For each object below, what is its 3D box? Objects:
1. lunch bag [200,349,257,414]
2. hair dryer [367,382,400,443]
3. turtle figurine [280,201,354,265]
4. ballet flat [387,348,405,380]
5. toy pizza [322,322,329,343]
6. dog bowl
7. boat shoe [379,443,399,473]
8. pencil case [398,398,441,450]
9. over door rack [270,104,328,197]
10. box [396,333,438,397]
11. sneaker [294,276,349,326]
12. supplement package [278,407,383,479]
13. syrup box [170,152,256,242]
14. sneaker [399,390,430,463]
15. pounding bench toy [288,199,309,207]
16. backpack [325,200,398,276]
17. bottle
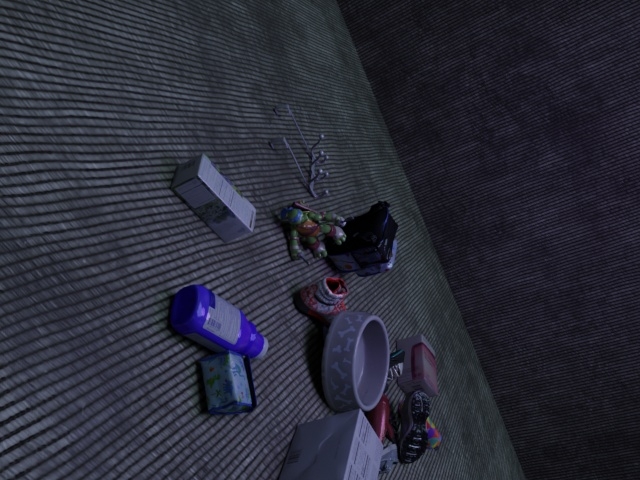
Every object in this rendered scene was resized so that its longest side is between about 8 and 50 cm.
[{"bbox_3d":[-0.203,0.336,1.316,0.151,0.097,0.128,53,22,-64],"label":"lunch bag"},{"bbox_3d":[0.237,0.647,2.013,0.294,0.080,0.223,-17,86,-66],"label":"hair dryer"},{"bbox_3d":[0.000,0.000,1.910,0.266,0.275,0.197,32,79,-62],"label":"turtle figurine"},{"bbox_3d":[0.258,0.493,2.176,0.281,0.095,0.096,-2,67,-56],"label":"ballet flat"},{"bbox_3d":[0.058,0.349,1.932,0.201,0.032,0.201,45,30,-35],"label":"toy pizza"},{"bbox_3d":[0.127,0.394,1.837,0.349,0.102,0.348,-3,94,-62],"label":"dog bowl"},{"bbox_3d":[0.215,0.737,1.888,0.227,0.079,0.081,26,43,-62],"label":"boat shoe"},{"bbox_3d":[0.402,0.743,2.270,0.236,0.105,0.104,59,25,-21],"label":"pencil case"},{"bbox_3d":[-0.058,-0.353,2.189,0.324,0.108,0.239,49,29,-38],"label":"over door rack"},{"bbox_3d":[0.416,0.547,2.427,0.148,0.127,0.232,52,29,-33],"label":"box"},{"bbox_3d":[0.052,0.206,1.856,0.270,0.145,0.090,31,34,-43],"label":"sneaker"},{"bbox_3d":[0.025,0.594,1.439,0.145,0.204,0.261,60,25,-17],"label":"supplement package"},{"bbox_3d":[-0.281,-0.109,1.511,0.237,0.093,0.096,49,30,-38],"label":"syrup box"},{"bbox_3d":[0.348,0.704,2.129,0.101,0.108,0.271,15,78,-15],"label":"sneaker"},{"bbox_3d":[-0.079,-0.117,2.009,0.065,0.052,0.083,33,42,-53],"label":"pounding bench toy"},{"bbox_3d":[0.158,0.011,2.154,0.213,0.264,0.276,64,30,-29],"label":"backpack"},{"bbox_3d":[-0.232,0.209,1.348,0.283,0.092,0.118,43,38,-46],"label":"bottle"}]
